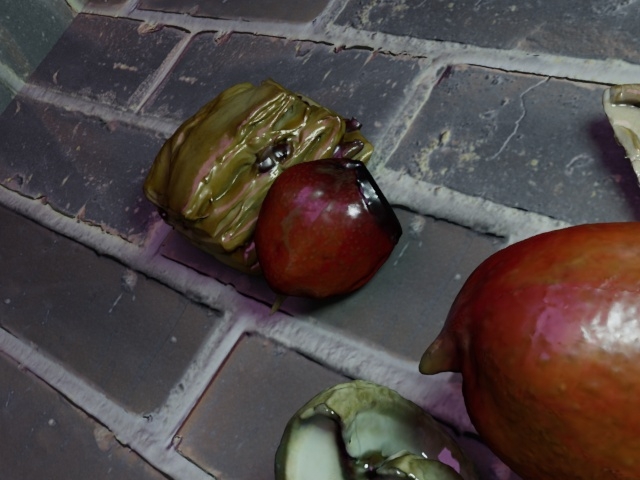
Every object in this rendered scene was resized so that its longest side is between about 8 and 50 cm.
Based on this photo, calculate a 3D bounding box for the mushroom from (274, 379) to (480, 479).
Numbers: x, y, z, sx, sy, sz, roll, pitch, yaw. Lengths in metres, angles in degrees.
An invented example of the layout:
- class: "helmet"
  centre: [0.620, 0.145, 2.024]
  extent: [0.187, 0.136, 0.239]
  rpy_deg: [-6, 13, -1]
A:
- class: "mushroom"
  centre: [0.077, 0.285, 1.138]
  extent: [0.267, 0.164, 0.189]
  rpy_deg: [42, 117, 19]

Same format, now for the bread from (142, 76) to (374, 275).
- class: "bread"
  centre: [-0.126, -0.128, 1.660]
  extent: [0.314, 0.191, 0.370]
  rpy_deg: [-50, 37, -3]

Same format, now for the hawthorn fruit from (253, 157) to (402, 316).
- class: "hawthorn fruit"
  centre: [0.000, 0.000, 1.460]
  extent: [0.251, 0.189, 0.189]
  rpy_deg: [-56, 35, 19]

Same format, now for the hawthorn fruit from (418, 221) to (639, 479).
- class: "hawthorn fruit"
  centre: [0.277, 0.112, 0.985]
  extent: [0.295, 0.311, 0.295]
  rpy_deg: [-52, 0, 0]

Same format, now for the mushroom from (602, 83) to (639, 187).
- class: "mushroom"
  centre: [0.399, -0.108, 1.247]
  extent: [0.094, 0.072, 0.209]
  rpy_deg: [-32, 44, 21]
